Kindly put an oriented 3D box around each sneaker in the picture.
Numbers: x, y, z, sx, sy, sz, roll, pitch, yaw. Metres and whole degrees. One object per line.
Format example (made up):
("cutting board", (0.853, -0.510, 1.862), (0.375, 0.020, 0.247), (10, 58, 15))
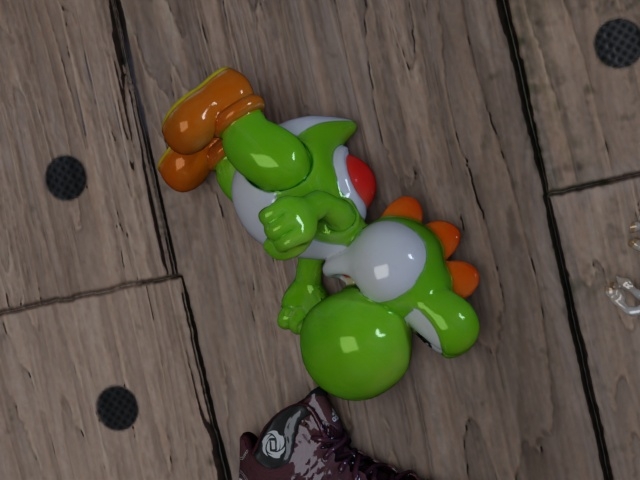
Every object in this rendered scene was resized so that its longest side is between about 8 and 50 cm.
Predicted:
("sneaker", (0.037, 0.225, 1.905), (0.281, 0.106, 0.162), (-4, 90, 18))

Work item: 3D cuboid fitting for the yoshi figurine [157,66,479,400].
("yoshi figurine", (-0.017, 0.017, 1.872), (0.362, 0.203, 0.203), (41, 120, 8))

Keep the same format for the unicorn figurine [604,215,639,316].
("unicorn figurine", (0.331, 0.049, 1.821), (0.111, 0.060, 0.162), (22, 100, 15))
